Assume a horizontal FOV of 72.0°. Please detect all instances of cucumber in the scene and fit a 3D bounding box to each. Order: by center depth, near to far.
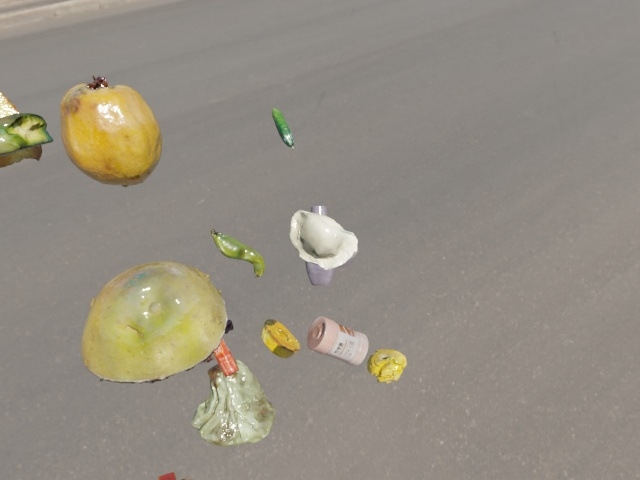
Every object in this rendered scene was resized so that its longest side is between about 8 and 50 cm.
[{"bbox_3d":[-0.116,-0.345,1.348,0.039,0.039,0.168,-19,69,-13],"label":"cucumber"}]

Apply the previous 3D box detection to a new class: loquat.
[{"bbox_3d":[-0.419,-0.212,0.877,0.187,0.235,0.176,7,41,7],"label":"loquat"}]

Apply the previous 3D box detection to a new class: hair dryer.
[{"bbox_3d":[0.058,0.029,1.780,0.120,0.302,0.361,-5,-7,29],"label":"hair dryer"}]

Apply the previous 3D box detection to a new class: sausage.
[{"bbox_3d":[-0.220,0.231,0.952,0.034,0.034,0.130,-27,79,-21],"label":"sausage"}]

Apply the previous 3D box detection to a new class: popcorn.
[{"bbox_3d":[0.276,0.520,1.837,0.167,0.152,0.149,-6,34,14],"label":"popcorn"}]

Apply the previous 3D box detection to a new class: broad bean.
[{"bbox_3d":[-0.255,0.034,1.365,0.070,0.213,0.048,-55,17,-13],"label":"broad bean"}]

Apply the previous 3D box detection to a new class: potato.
[{"bbox_3d":[-0.236,0.090,0.607,0.202,0.117,0.182,-6,47,-7],"label":"potato"}]

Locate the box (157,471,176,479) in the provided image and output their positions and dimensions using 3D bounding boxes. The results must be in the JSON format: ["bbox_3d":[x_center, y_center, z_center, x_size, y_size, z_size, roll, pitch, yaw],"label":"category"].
[{"bbox_3d":[-0.382,0.707,1.130,0.048,0.176,0.112,-8,-2,-24],"label":"box"}]

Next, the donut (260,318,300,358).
[{"bbox_3d":[-0.166,0.394,1.750,0.178,0.162,0.066,43,102,28],"label":"donut"}]

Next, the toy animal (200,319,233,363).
[{"bbox_3d":[-0.445,0.364,1.528,0.090,0.196,0.324,17,19,32],"label":"toy animal"}]

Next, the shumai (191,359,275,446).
[{"bbox_3d":[-0.335,0.608,1.712,0.303,0.264,0.309,12,22,33],"label":"shumai"}]

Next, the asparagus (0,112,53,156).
[{"bbox_3d":[-0.516,-0.116,0.605,0.080,0.080,0.287,27,49,35],"label":"asparagus"}]

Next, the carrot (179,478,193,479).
[{"bbox_3d":[-0.493,0.932,1.538,0.138,0.302,0.139,0,82,-3],"label":"carrot"}]

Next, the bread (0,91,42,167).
[{"bbox_3d":[-0.550,-0.198,0.712,0.065,0.188,0.103,-21,19,51],"label":"bread"}]

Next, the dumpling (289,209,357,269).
[{"bbox_3d":[0.000,0.000,1.122,0.187,0.127,0.108,30,12,7],"label":"dumpling"}]

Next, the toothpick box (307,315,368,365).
[{"bbox_3d":[0.049,0.285,1.245,0.148,0.098,0.099,27,33,-24],"label":"toothpick box"}]
